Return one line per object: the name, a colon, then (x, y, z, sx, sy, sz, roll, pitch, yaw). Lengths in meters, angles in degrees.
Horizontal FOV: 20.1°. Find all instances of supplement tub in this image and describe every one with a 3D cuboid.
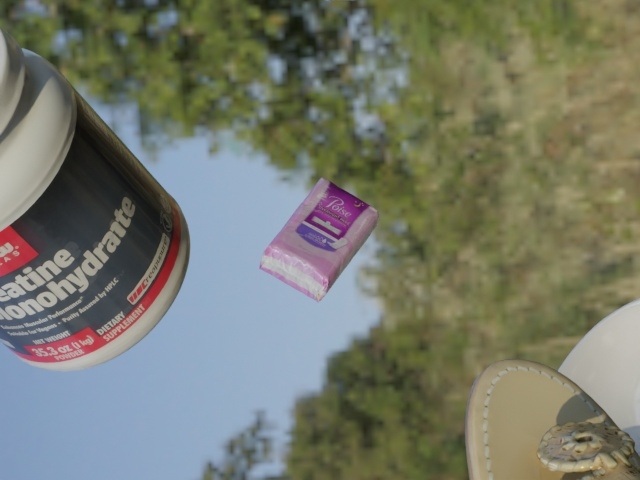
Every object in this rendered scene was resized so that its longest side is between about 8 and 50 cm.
supplement tub: (-0.246, -0.035, 1.457, 0.272, 0.191, 0.191, 50, -148, -45)

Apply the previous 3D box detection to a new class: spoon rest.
spoon rest: (0.184, 0.140, 1.215, 0.137, 0.276, 0.084, 38, 171, 45)

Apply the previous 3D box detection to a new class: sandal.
sandal: (0.123, 0.132, 0.666, 0.079, 0.088, 0.240, 125, 142, -49)

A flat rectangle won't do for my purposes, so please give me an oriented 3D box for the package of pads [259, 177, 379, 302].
package of pads: (0.000, 0.000, 1.219, 0.083, 0.050, 0.032, -52, -10, -41)
